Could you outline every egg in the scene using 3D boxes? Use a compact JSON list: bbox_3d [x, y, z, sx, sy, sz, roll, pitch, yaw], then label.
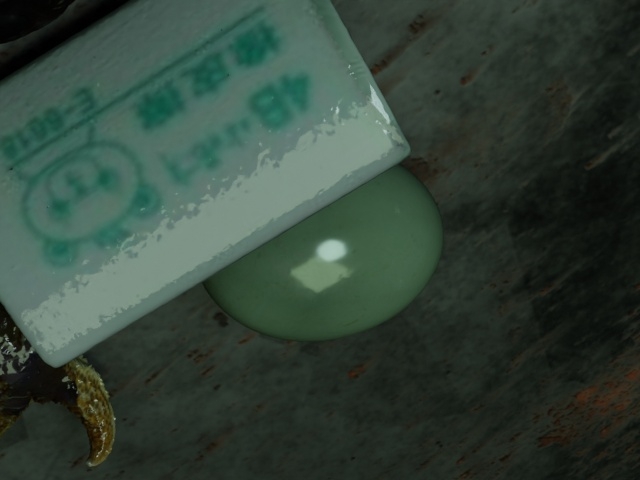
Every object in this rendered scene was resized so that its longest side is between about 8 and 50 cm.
[{"bbox_3d":[0.000,0.000,1.106,0.192,0.149,0.149,-9,131,-19],"label":"egg"}]

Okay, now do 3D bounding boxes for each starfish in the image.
[{"bbox_3d":[-0.241,0.097,1.146,0.216,0.071,0.238,-38,123,17],"label":"starfish"}]

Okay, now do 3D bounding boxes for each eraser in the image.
[{"bbox_3d":[-0.103,-0.066,0.999,0.290,0.104,0.189,-32,93,3],"label":"eraser"}]

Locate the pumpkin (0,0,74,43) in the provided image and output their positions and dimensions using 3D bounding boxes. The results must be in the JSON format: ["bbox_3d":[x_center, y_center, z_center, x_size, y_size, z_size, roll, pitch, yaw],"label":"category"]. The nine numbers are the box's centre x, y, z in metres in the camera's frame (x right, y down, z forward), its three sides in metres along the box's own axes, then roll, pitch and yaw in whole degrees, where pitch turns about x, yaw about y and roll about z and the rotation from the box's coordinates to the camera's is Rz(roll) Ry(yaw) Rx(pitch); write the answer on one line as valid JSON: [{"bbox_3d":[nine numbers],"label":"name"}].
[{"bbox_3d":[-0.210,-0.217,0.823,0.233,0.163,0.233,-6,121,-10],"label":"pumpkin"}]
